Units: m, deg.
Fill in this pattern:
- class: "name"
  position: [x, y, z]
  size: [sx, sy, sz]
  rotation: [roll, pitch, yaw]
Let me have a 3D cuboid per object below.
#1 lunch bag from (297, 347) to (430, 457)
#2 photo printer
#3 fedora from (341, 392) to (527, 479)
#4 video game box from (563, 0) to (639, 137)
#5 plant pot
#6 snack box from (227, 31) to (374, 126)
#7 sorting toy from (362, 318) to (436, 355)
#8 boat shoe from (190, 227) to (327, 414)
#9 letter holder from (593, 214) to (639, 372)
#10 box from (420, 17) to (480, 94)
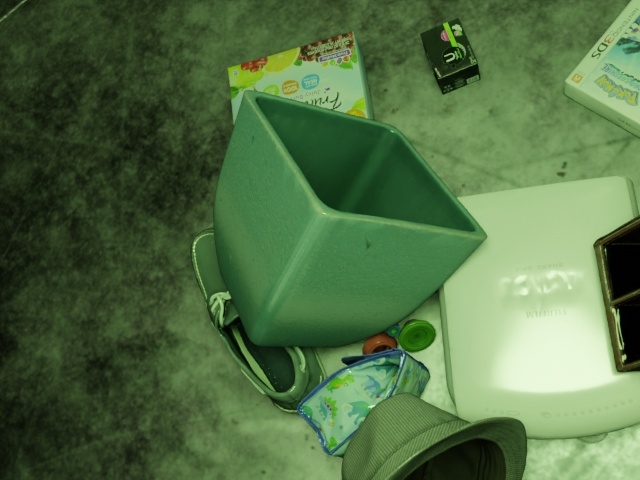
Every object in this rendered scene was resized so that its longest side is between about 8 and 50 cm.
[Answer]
- class: "lunch bag"
  position: [0.064, 0.199, 0.908]
  size: [0.151, 0.129, 0.096]
  rotation: [-40, 61, 5]
- class: "photo printer"
  position: [0.275, 0.086, 0.889]
  size: [0.256, 0.107, 0.307]
  rotation: [-7, 71, 16]
- class: "fedora"
  position: [0.109, 0.270, 0.827]
  size: [0.244, 0.275, 0.124]
  rotation: [-25, 39, -17]
- class: "video game box"
  position: [0.466, -0.224, 0.959]
  size: [0.205, 0.048, 0.187]
  rotation: [39, 90, 24]
- class: "plant pot"
  position: [0.000, 0.000, 0.913]
  size: [0.252, 0.247, 0.247]
  rotation: [-60, 41, 30]
- class: "snack box"
  position: [-0.028, -0.203, 1.096]
  size: [0.207, 0.070, 0.174]
  rotation: [-12, 70, 15]
- class: "sorting toy"
  position: [0.100, 0.125, 0.970]
  size: [0.102, 0.061, 0.042]
  rotation: [-23, 34, 2]
- class: "boat shoe"
  position: [-0.099, 0.097, 1.010]
  size: [0.116, 0.099, 0.319]
  rotation: [-36, 66, 5]
- class: "letter holder"
  position: [0.477, 0.039, 0.725]
  size: [0.302, 0.214, 0.151]
  rotation: [0, 72, -8]
- class: "box"
  position: [0.191, -0.270, 1.057]
  size: [0.062, 0.052, 0.083]
  rotation: [-21, 70, 10]
